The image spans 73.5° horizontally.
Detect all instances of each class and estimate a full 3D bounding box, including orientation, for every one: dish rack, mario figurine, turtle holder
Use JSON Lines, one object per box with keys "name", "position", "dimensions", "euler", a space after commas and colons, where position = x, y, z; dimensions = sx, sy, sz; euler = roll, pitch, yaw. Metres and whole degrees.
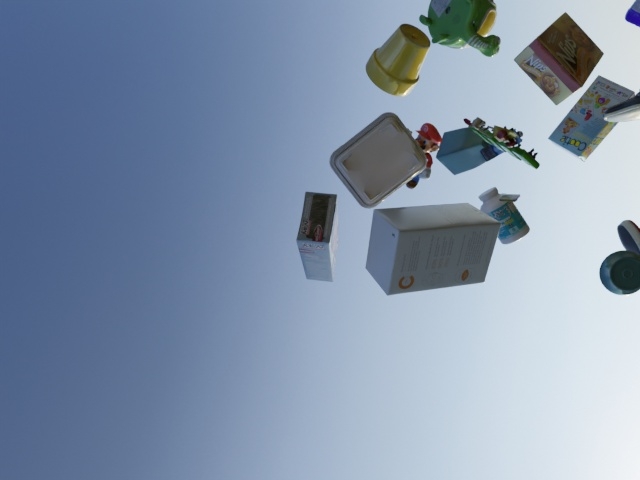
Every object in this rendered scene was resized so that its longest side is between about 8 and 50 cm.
{"name": "dish rack", "position": [0.234, -0.312, 1.706], "dimensions": [0.285, 0.333, 0.072], "euler": [51, -172, -11]}
{"name": "mario figurine", "position": [0.440, -0.400, 2.002], "dimensions": [0.198, 0.320, 0.170], "euler": [20, -140, 1]}
{"name": "turtle holder", "position": [0.559, -0.845, 1.612], "dimensions": [0.228, 0.243, 0.320], "euler": [-2, -150, -30]}

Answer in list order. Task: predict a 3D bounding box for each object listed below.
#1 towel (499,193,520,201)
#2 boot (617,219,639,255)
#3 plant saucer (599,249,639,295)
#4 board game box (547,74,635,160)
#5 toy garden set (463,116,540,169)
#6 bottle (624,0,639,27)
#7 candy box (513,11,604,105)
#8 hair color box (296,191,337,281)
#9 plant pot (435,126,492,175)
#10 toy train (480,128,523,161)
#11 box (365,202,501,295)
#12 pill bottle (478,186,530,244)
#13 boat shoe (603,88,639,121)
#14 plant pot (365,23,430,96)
{"name": "towel", "position": [0.682, -0.153, 1.543], "dimensions": [0.083, 0.060, 0.009], "euler": [-31, -60, -51]}
{"name": "boot", "position": [1.105, 0.008, 1.383], "dimensions": [0.244, 0.176, 0.088], "euler": [59, -173, 13]}
{"name": "plant saucer", "position": [0.789, 0.085, 1.108], "dimensions": [0.119, 0.120, 0.021], "euler": [64, -174, 1]}
{"name": "board game box", "position": [1.055, -0.468, 1.670], "dimensions": [0.142, 0.275, 0.144], "euler": [2, -142, -51]}
{"name": "toy garden set", "position": [0.561, -0.332, 1.349], "dimensions": [0.204, 0.049, 0.244], "euler": [21, -158, -38]}
{"name": "bottle", "position": [0.996, -0.751, 1.204], "dimensions": [0.092, 0.282, 0.118], "euler": [41, -130, 20]}
{"name": "candy box", "position": [0.711, -0.543, 1.266], "dimensions": [0.183, 0.087, 0.316], "euler": [47, -126, 0]}
{"name": "hair color box", "position": [0.000, 0.000, 1.552], "dimensions": [0.114, 0.374, 0.185], "euler": [6, -114, 7]}
{"name": "plant pot", "position": [0.727, -0.453, 2.099], "dimensions": [0.166, 0.234, 0.165], "euler": [33, -112, -27]}
{"name": "toy train", "position": [0.801, -0.421, 1.889], "dimensions": [0.105, 0.184, 0.080], "euler": [-35, -87, -31]}
{"name": "box", "position": [0.338, 0.019, 1.319], "dimensions": [0.346, 0.168, 0.214], "euler": [-5, -62, -19]}
{"name": "pill bottle", "position": [0.864, -0.122, 2.042], "dimensions": [0.146, 0.146, 0.264], "euler": [-35, -89, -43]}
{"name": "boat shoe", "position": [0.861, -0.372, 1.104], "dimensions": [0.084, 0.233, 0.079], "euler": [11, -107, -33]}
{"name": "plant pot", "position": [0.371, -0.838, 1.967], "dimensions": [0.254, 0.239, 0.253], "euler": [14, -127, -19]}
